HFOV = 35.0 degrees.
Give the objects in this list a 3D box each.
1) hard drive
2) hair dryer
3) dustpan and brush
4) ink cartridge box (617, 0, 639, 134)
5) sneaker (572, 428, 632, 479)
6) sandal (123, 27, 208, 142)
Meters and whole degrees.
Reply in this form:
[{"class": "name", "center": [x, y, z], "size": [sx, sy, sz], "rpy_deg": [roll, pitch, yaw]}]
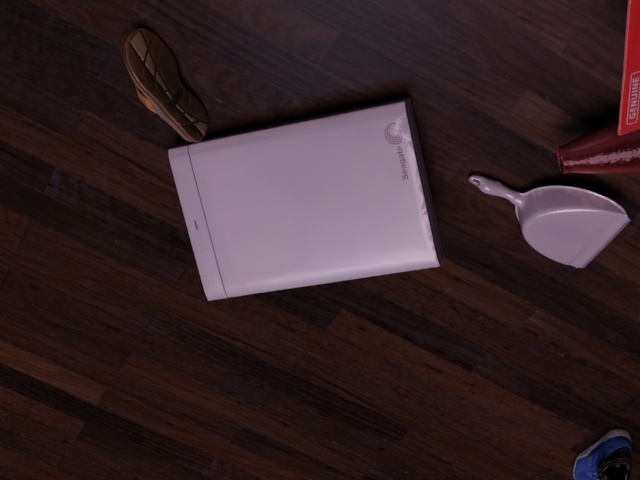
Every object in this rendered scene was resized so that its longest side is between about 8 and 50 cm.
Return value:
[{"class": "hard drive", "center": [-0.023, -0.051, 1.428], "size": [0.353, 0.047, 0.233], "rpy_deg": [-9, 103, 18]}, {"class": "hair dryer", "center": [0.413, -0.186, 1.276], "size": [0.223, 0.080, 0.293], "rpy_deg": [35, 113, -15]}, {"class": "dustpan and brush", "center": [0.307, -0.042, 1.433], "size": [0.211, 0.060, 0.147], "rpy_deg": [15, 145, -11]}, {"class": "ink cartridge box", "center": [0.449, -0.265, 1.084], "size": [0.261, 0.066, 0.296], "rpy_deg": [-19, 124, -21]}, {"class": "sneaker", "center": [0.486, 0.399, 1.754], "size": [0.058, 0.084, 0.152], "rpy_deg": [24, 131, -10]}, {"class": "sandal", "center": [-0.218, -0.204, 1.383], "size": [0.049, 0.072, 0.180], "rpy_deg": [1, 139, 38]}]
